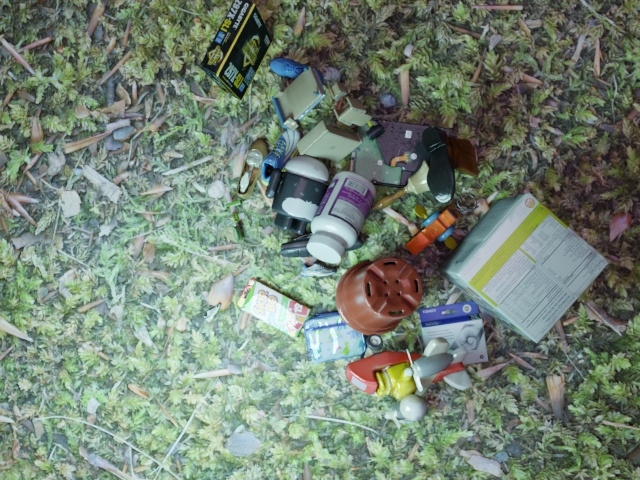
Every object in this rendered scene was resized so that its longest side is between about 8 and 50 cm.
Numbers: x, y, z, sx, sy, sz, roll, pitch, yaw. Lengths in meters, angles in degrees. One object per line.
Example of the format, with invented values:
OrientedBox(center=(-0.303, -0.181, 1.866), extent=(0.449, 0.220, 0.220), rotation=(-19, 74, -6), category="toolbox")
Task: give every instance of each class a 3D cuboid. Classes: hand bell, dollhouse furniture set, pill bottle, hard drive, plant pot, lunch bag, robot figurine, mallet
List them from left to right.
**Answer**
OrientedBox(center=(-0.300, -0.071, 1.919), extent=(0.059, 0.076, 0.151), rotation=(-16, 90, 5), category="dollhouse furniture set")
OrientedBox(center=(-0.075, -0.166, 1.856), extent=(0.174, 0.209, 0.278), rotation=(19, 94, 20), category="robot figurine")
OrientedBox(center=(0.021, -0.472, 1.817), extent=(0.286, 0.198, 0.303), rotation=(-36, 65, 34), category="dollhouse furniture set")
OrientedBox(center=(0.051, 0.349, 1.906), extent=(0.219, 0.090, 0.175), rotation=(-8, 89, 3), category="lunch bag")
OrientedBox(center=(0.068, -0.078, 1.794), extent=(0.169, 0.169, 0.301), rotation=(25, 65, 3), category="pill bottle")
OrientedBox(center=(0.164, -0.450, 1.836), extent=(0.062, 0.039, 0.189), rotation=(-25, 86, 6), category="mallet")
OrientedBox(center=(0.208, 0.180, 1.762), extent=(0.273, 0.265, 0.272), rotation=(2, 77, -8), category="plant pot")
OrientedBox(center=(0.283, -0.308, 1.879), extent=(0.339, 0.064, 0.236), rotation=(7, 92, 3), category="hard drive")
OrientedBox(center=(0.288, -0.171, 1.817), extent=(0.242, 0.126, 0.126), rotation=(-28, 90, 17), category="hand bell")

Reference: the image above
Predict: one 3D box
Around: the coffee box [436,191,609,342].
OrientedBox(center=(0.651, 0.086, 1.729), extent=(0.334, 0.337, 0.338), rotation=(41, 91, 2), category="coffee box")

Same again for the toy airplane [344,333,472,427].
OrientedBox(center=(0.326, 0.477, 1.742), extent=(0.385, 0.272, 0.386), rotation=(-27, 129, 27), category="toy airplane")

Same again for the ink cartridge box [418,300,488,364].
OrientedBox(center=(0.485, 0.347, 1.897), extent=(0.224, 0.045, 0.223), rotation=(-10, 91, 4), category="ink cartridge box")

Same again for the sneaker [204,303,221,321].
OrientedBox(center=(-0.410, 0.268, 1.959), extent=(0.037, 0.032, 0.083), rotation=(36, 93, 2), category="sneaker")

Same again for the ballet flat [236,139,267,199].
OrientedBox(center=(-0.252, -0.261, 1.910), extent=(0.080, 0.073, 0.232), rotation=(17, 93, 5), category="ballet flat")

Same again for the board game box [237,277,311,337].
OrientedBox(center=(-0.177, 0.251, 1.945), extent=(0.260, 0.039, 0.124), rotation=(28, 93, 5), category="board game box")

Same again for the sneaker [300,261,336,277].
OrientedBox(center=(-0.008, 0.106, 1.919), extent=(0.136, 0.052, 0.057), rotation=(-2, 88, 3), category="sneaker")

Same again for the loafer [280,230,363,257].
OrientedBox(center=(0.000, 0.000, 1.901), extent=(0.303, 0.109, 0.095), rotation=(-7, 72, -2), category="loafer")

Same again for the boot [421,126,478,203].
OrientedBox(center=(0.456, -0.241, 1.768), extent=(0.096, 0.281, 0.263), rotation=(-27, 70, 36), category="boot")

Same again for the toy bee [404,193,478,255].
OrientedBox(center=(0.442, -0.060, 1.851), extent=(0.299, 0.162, 0.195), rotation=(-19, 100, 29), category="toy bee")

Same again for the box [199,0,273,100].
OrientedBox(center=(-0.278, -0.644, 1.775), extent=(0.079, 0.322, 0.257), rotation=(31, 93, 3), category="box")

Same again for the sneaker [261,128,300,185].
OrientedBox(center=(-0.144, -0.305, 1.875), extent=(0.091, 0.126, 0.240), rotation=(24, 94, 2), category="sneaker")

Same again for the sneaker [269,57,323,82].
OrientedBox(center=(-0.088, -0.620, 1.885), extent=(0.210, 0.082, 0.069), rotation=(23, 95, 4), category="sneaker")
